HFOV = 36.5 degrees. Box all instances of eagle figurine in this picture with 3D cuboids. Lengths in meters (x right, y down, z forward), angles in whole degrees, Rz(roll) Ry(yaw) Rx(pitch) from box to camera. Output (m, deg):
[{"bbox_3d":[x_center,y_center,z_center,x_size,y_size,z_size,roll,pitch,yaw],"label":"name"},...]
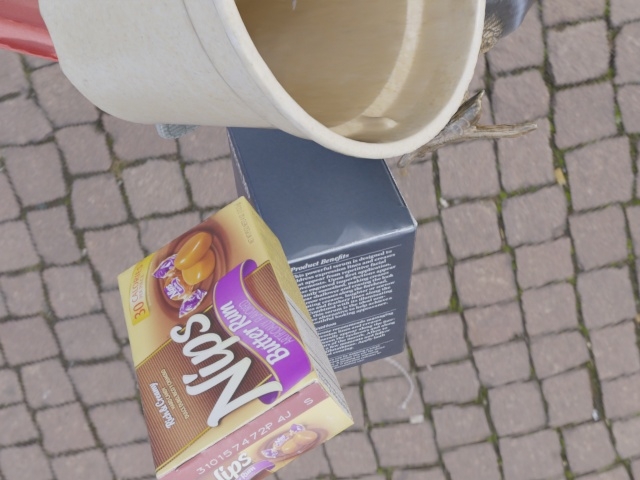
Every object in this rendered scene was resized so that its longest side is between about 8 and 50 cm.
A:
[{"bbox_3d":[0.166,-0.235,1.280,0.226,0.298,0.225,12,147,-1],"label":"eagle figurine"}]

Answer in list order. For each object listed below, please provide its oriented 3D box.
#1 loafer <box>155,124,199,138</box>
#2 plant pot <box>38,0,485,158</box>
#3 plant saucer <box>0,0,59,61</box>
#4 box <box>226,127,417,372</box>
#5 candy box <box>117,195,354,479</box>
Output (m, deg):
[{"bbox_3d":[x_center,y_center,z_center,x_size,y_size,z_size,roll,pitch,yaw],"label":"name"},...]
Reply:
[{"bbox_3d":[-0.182,-0.215,1.106,0.094,0.087,0.251,-26,157,-21],"label":"loafer"},{"bbox_3d":[-0.075,-0.226,0.851,0.305,0.334,0.334,-2,119,42],"label":"plant pot"},{"bbox_3d":[-0.300,-0.278,1.195,0.258,0.259,0.048,8,79,-40],"label":"plant saucer"},{"bbox_3d":[0.000,0.000,1.563,0.212,0.293,0.395,-15,147,-8],"label":"box"},{"bbox_3d":[-0.061,0.065,0.613,0.109,0.187,0.053,-32,128,6],"label":"candy box"}]
